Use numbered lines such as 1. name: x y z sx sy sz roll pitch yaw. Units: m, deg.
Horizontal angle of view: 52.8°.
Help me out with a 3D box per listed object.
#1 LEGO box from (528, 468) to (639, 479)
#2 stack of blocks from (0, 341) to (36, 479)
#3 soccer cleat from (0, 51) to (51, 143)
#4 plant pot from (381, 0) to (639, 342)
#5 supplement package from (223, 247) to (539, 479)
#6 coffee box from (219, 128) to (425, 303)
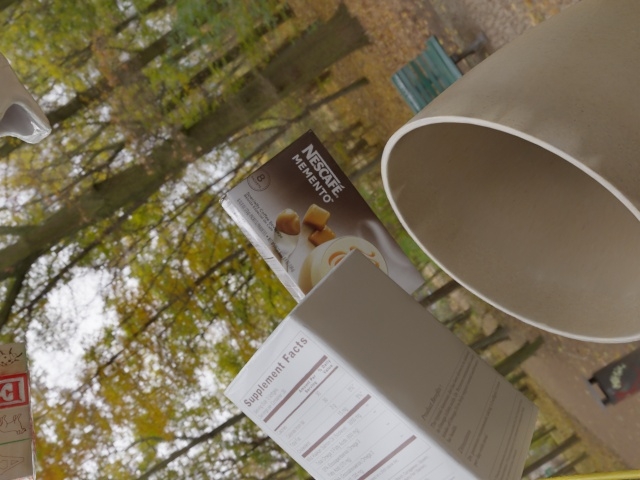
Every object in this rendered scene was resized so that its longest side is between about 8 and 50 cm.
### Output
1. LEGO box: 0.250 0.383 0.474 0.500 0.193 0.373 117 167 -65
2. stack of blocks: -0.488 0.229 0.732 0.087 0.297 0.171 117 142 -50
3. soccer cleat: -0.172 -0.016 0.232 0.076 0.068 0.196 44 -137 -22
4. plant pot: 0.237 -0.096 0.569 0.256 0.274 0.256 35 159 16
5. supplement package: 0.044 0.114 0.456 0.179 0.105 0.105 42 -143 5
6. coffee box: 0.000 0.000 0.846 0.246 0.141 0.098 53 168 -6
